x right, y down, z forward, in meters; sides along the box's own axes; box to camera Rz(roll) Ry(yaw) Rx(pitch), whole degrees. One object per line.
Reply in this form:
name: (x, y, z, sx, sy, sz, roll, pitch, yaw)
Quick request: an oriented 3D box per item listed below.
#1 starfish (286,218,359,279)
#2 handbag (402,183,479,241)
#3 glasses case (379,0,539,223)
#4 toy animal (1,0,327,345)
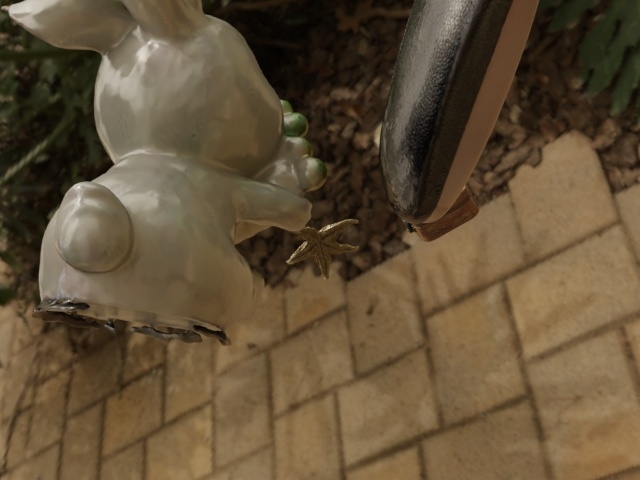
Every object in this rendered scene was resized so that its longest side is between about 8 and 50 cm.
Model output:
starfish: (0.000, 0.000, 0.972, 0.092, 0.086, 0.016, -37, 32, 17)
handbag: (0.219, -0.084, 1.771, 0.151, 0.072, 0.193, -32, 30, 9)
glasses case: (0.115, -0.156, 0.751, 0.122, 0.075, 0.315, -112, 31, -52)
toy animal: (-0.136, -0.076, 0.746, 0.182, 0.247, 0.310, 0, 77, 42)
